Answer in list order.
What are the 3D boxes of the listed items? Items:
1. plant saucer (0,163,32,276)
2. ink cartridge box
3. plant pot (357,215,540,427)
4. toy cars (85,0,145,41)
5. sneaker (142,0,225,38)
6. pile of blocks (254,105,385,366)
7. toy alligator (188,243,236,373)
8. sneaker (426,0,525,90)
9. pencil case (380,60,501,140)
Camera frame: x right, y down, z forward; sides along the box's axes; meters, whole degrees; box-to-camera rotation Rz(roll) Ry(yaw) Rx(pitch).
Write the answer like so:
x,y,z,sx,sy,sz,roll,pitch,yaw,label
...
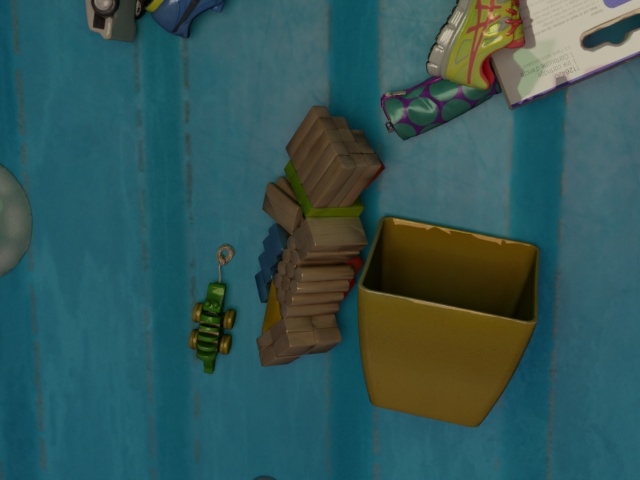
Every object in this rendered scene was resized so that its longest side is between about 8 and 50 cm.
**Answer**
x,y,z,sx,sy,sz,roll,pitch,yaw,label
-0.507,-0.029,1.553,0.195,0.037,0.195,2,102,8,plant saucer
0.308,-0.355,1.301,0.304,0.072,0.307,-21,97,21,ink cartridge box
0.154,0.112,1.400,0.212,0.212,0.187,11,118,7,plant pot
-0.277,-0.421,1.324,0.087,0.176,0.393,12,139,13,toy cars
-0.136,-0.352,1.407,0.082,0.069,0.209,36,107,-21,sneaker
0.000,0.000,1.455,0.113,0.149,0.362,-1,119,-34,pile of blocks
-0.149,0.101,1.515,0.056,0.051,0.189,11,104,6,toy alligator
0.207,-0.268,1.281,0.094,0.081,0.208,32,123,12,sneaker
0.151,-0.185,1.393,0.152,0.064,0.070,-26,122,13,pencil case
